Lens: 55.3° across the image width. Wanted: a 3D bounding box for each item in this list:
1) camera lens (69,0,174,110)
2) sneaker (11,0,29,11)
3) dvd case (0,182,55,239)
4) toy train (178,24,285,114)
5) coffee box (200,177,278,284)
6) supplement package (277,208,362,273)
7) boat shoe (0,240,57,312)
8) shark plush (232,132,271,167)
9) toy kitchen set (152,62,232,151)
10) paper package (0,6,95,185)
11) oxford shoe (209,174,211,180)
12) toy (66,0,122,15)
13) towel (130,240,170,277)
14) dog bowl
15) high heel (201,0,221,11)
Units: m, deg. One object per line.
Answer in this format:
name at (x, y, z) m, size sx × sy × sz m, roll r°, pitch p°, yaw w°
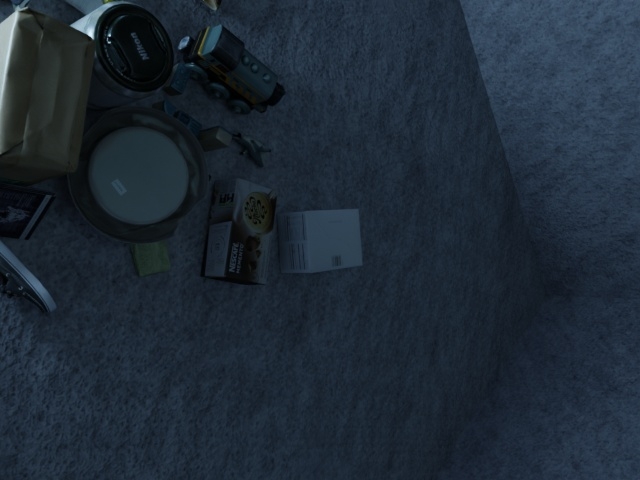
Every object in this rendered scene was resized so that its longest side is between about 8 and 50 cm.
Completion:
camera lens at (-0.506, -0.435, 1.471) m, size 0.219 × 0.274 × 0.219 m, roll 2°, pitch 87°, yaw -46°
sneaker at (-0.665, -0.592, 1.419) m, size 0.235 × 0.094 × 0.152 m, roll -1°, pitch 103°, yaw -29°
dvd case at (-0.721, -0.069, 1.335) m, size 0.221 × 0.164 × 0.018 m, roll 11°, pitch 45°, yaw -45°
toy train at (-0.254, -0.491, 1.794) m, size 0.334 × 0.190 × 0.142 m, roll 34°, pitch 66°, yaw -40°
coffee box at (-0.243, -0.022, 1.841) m, size 0.168 × 0.119 × 0.296 m, roll 17°, pitch 76°, yaw -46°
supplement package at (0.000, 0.000, 2.073) m, size 0.262 × 0.145 × 0.203 m, roll -5°, pitch 92°, yaw -45°
boat shoe at (-0.704, 0.090, 1.395) m, size 0.076 × 0.080 × 0.228 m, roll -45°, pitch 120°, yaw -27°
shark plush at (-0.225, -0.291, 1.918) m, size 0.161 × 0.073 × 0.067 m, roll 27°, pitch 100°, yaw -47°
toy kitchen set at (-0.347, -0.381, 1.742) m, size 0.207 × 0.122 × 0.166 m, roll 32°, pitch 66°, yaw -41°
paper package at (-0.639, -0.279, 1.292) m, size 0.168 × 0.325 × 0.309 m, roll 13°, pitch 79°, yaw -45°
oxford shoe at (-0.404, -0.171, 1.707) m, size 0.227 × 0.083 × 0.096 m, roll -24°, pitch 104°, yaw -44°
toy at (-0.608, -0.654, 1.519) m, size 0.237 × 0.056 × 0.136 m, roll 32°, pitch 82°, yaw -27°
towel at (-0.467, 0.022, 1.675) m, size 0.110 × 0.027 × 0.148 m, roll -13°, pitch 98°, yaw -44°
dog bowl at (-0.469, -0.163, 1.566) m, size 0.349 × 0.102 × 0.348 m, roll 1°, pitch 89°, yaw -28°
high heel at (-0.383, -0.753, 1.733) m, size 0.261 × 0.093 × 0.186 m, roll -22°, pitch 98°, yaw -53°
